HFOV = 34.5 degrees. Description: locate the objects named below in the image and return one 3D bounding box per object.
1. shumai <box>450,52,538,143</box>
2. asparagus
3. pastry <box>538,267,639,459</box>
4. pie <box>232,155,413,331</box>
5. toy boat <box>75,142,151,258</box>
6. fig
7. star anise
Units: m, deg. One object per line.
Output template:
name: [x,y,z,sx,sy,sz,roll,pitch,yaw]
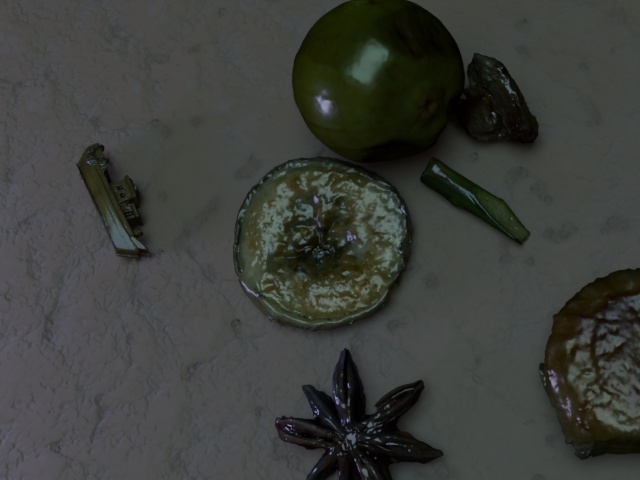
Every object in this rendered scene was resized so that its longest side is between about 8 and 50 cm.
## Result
shumai: [0.248,-0.186,1.454,0.139,0.123,0.105,34,94,8]
asparagus: [0.220,-0.056,1.458,0.178,0.041,0.045,35,92,20]
pastry: [0.406,0.156,1.303,0.257,0.121,0.235,-5,68,15]
pie: [0.000,0.000,1.488,0.274,0.055,0.274,-4,72,14]
toy boat: [-0.312,-0.060,1.586,0.072,0.064,0.206,-24,69,-14]
fig: [0.063,-0.232,1.455,0.271,0.239,0.239,26,80,42]
star anise: [0.045,0.257,1.381,0.236,0.093,0.229,-5,77,17]
